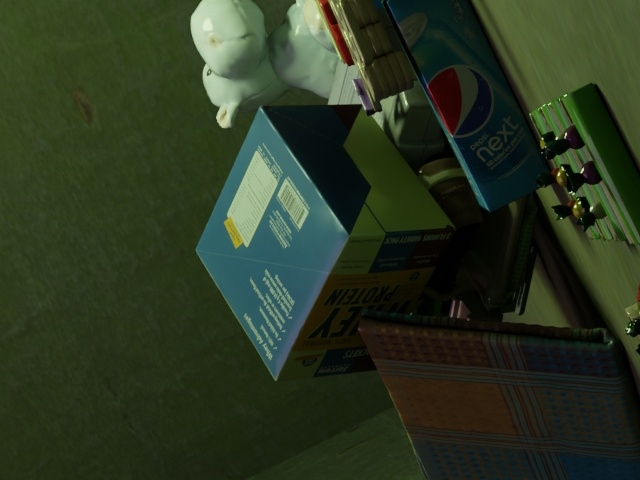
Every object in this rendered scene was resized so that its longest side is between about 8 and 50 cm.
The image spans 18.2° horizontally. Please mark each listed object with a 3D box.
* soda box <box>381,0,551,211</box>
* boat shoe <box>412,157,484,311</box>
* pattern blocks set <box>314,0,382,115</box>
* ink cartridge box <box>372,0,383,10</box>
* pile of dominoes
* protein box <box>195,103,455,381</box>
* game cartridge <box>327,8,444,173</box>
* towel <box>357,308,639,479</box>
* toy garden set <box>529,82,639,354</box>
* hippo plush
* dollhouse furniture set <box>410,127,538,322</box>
[{"bbox_3d":[0.130,-0.134,1.779,0.210,0.067,0.071,63,-179,-7],"label":"soda box"},{"bbox_3d":[0.102,0.029,2.090,0.095,0.095,0.257,62,150,29],"label":"boat shoe"},{"bbox_3d":[-0.004,-0.275,2.051,0.285,0.026,0.325,62,-176,-69],"label":"pattern blocks set"},{"bbox_3d":[0.029,-0.324,1.767,0.134,0.078,0.231,63,180,28],"label":"ink cartridge box"},{"bbox_3d":[0.019,-0.246,1.784,0.196,0.040,0.251,61,-173,-84],"label":"pile of dominoes"},{"bbox_3d":[0.000,0.000,2.038,0.200,0.136,0.201,56,135,35],"label":"protein box"},{"bbox_3d":[0.064,-0.112,2.197,0.355,0.068,0.230,105,153,-52],"label":"game cartridge"},{"bbox_3d":[0.205,0.178,2.074,0.370,0.271,0.040,65,-146,-54],"label":"towel"},{"bbox_3d":[0.199,-0.003,1.398,0.204,0.049,0.244,64,-179,0],"label":"toy garden set"},{"bbox_3d":[-0.044,-0.269,2.612,0.294,0.236,0.234,68,-165,-47],"label":"hippo plush"},{"bbox_3d":[0.206,0.004,2.151,0.197,0.151,0.301,-125,34,-48],"label":"dollhouse furniture set"}]
